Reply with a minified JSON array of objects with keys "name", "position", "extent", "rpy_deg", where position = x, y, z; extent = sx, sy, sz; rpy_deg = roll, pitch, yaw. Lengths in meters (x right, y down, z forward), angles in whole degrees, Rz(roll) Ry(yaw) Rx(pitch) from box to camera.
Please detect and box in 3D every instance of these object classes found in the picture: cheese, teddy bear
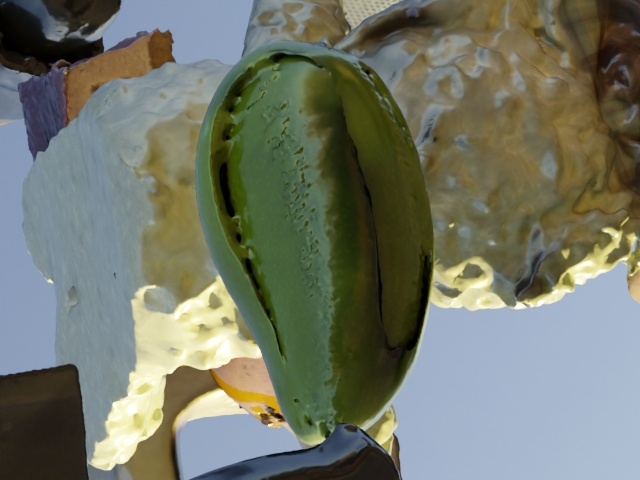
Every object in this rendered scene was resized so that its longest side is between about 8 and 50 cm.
[{"name":"cheese","position":[-0.071,0.273,1.819],"extent":[0.292,0.153,0.332],"rpy_deg":[-9,-105,-21]},{"name":"teddy bear","position":[0.026,-0.017,1.139],"extent":[0.362,0.375,0.327],"rpy_deg":[-9,-106,-19]}]

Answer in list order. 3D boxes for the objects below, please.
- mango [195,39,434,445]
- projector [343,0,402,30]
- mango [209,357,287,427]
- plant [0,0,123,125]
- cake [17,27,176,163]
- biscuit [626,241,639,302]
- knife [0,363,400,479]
[{"name":"mango","position":[0.000,0.000,0.707],"extent":[0.074,0.091,0.165],"rpy_deg":[18,-121,-56]},{"name":"projector","position":[0.152,-0.438,1.956],"extent":[0.242,0.405,0.395],"rpy_deg":[24,-126,-28]},{"name":"mango","position":[-0.038,0.069,1.580],"extent":[0.151,0.156,0.248],"rpy_deg":[-20,-39,-12]},{"name":"plant","position":[-0.279,-0.202,1.693],"extent":[0.142,0.256,0.164],"rpy_deg":[15,-126,-39]},{"name":"cake","position":[-0.161,-0.029,1.435],"extent":[0.116,0.113,0.295],"rpy_deg":[-19,-65,-27]},{"name":"biscuit","position":[0.320,0.005,1.132],"extent":[0.184,0.249,0.035],"rpy_deg":[44,-146,-36]},{"name":"knife","position":[-0.086,0.070,0.479],"extent":[0.245,0.019,0.072],"rpy_deg":[-10,-68,-27]}]
